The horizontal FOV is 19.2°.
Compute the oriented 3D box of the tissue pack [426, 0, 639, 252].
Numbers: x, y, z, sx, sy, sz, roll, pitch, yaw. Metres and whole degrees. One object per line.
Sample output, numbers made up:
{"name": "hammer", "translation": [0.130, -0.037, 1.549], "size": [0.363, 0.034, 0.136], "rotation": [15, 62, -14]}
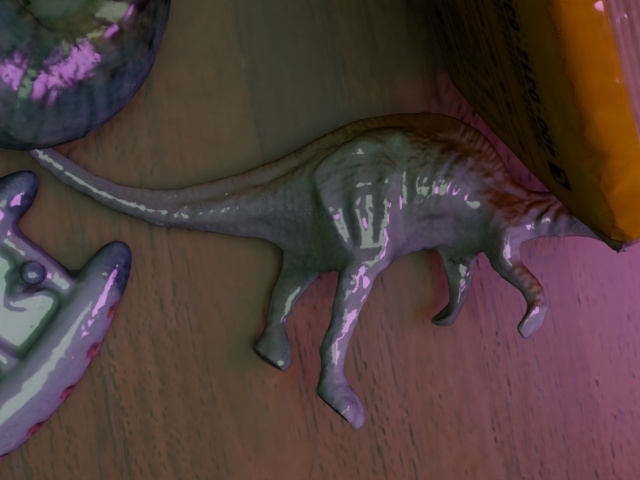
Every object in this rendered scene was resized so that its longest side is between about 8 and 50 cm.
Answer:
{"name": "tissue pack", "translation": [0.155, -0.238, 1.037], "size": [0.228, 0.293, 0.381], "rotation": [-23, 120, -7]}

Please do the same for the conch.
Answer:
{"name": "conch", "translation": [-0.181, -0.137, 1.152], "size": [0.188, 0.122, 0.175], "rotation": [-3, 70, -9]}

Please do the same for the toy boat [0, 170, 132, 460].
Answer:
{"name": "toy boat", "translation": [-0.212, 0.061, 1.171], "size": [0.134, 0.079, 0.207], "rotation": [40, 84, -8]}

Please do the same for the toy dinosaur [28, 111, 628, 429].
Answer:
{"name": "toy dinosaur", "translation": [0.000, 0.000, 1.190], "size": [0.393, 0.092, 0.205], "rotation": [20, 85, 11]}
